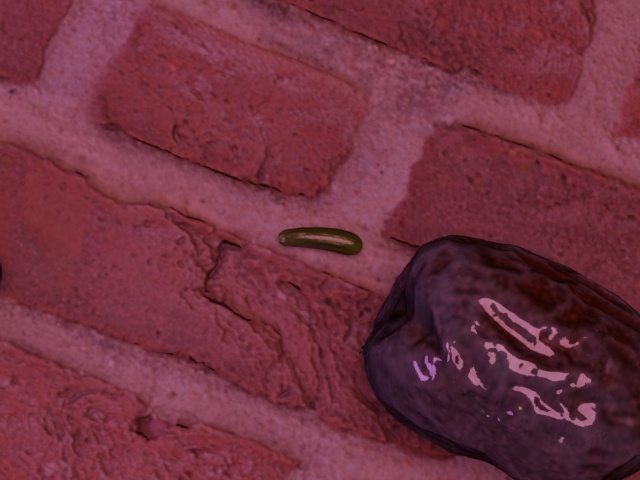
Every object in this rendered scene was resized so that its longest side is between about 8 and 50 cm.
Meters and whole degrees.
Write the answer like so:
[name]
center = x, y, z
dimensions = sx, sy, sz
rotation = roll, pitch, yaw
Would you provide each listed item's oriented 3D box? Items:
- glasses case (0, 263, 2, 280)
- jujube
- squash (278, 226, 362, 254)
[glasses case]
center = -0.467, -0.037, 1.820
dimensions = 0.131, 0.074, 0.323
rotation = -43, 85, -12
[jujube]
center = 0.205, 0.126, 1.761
dimensions = 0.308, 0.246, 0.215
rotation = 28, 84, -5
[squash]
center = 0.000, -0.001, 1.880
dimensions = 0.089, 0.027, 0.027
rotation = 8, 78, -3
